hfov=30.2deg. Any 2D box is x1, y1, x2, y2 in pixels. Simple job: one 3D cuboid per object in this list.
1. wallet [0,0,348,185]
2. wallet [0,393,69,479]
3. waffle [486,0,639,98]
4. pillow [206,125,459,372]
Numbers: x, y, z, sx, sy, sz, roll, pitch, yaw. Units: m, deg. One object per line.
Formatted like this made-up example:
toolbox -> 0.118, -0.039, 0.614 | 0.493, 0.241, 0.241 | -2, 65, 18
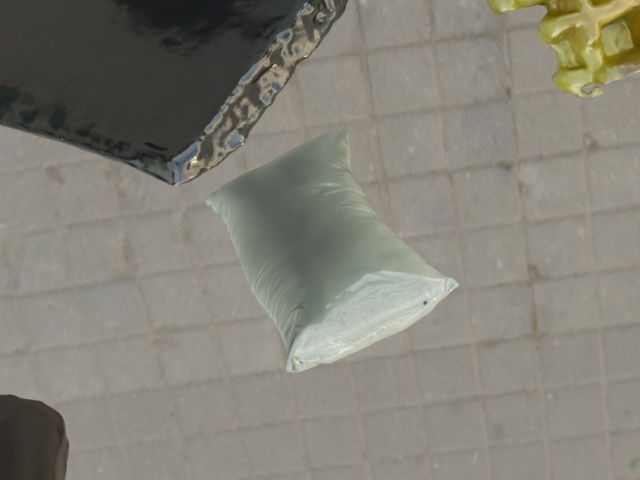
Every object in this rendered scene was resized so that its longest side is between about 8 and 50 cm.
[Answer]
wallet -> -0.131, -0.114, 0.626 | 0.285, 0.146, 0.030 | 19, 152, 34
wallet -> -0.202, 0.185, 0.537 | 0.165, 0.309, 0.042 | 14, 129, -18
waffle -> 0.248, -0.226, 0.771 | 0.283, 0.065, 0.309 | 23, 90, -17
pillow -> 0.001, -0.001, 0.971 | 0.144, 0.254, 0.078 | -34, 129, 3
